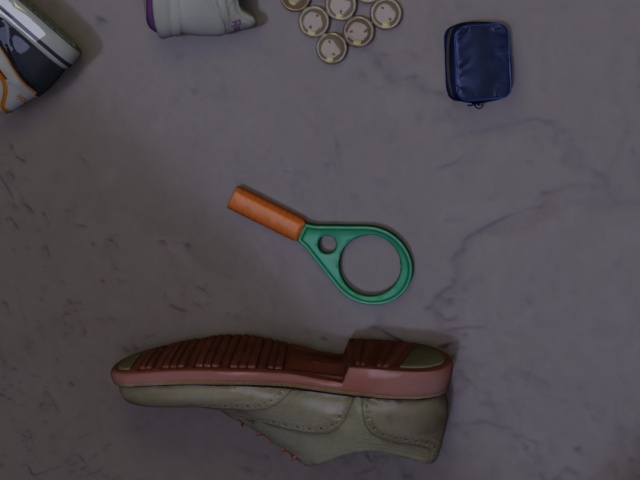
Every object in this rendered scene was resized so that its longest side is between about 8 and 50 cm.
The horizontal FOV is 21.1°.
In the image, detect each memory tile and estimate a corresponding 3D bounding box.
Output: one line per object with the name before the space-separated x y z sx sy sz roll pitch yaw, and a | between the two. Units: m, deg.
memory tile | 0.013 -0.284 1.958 0.113 0.012 0.148 -33 94 11

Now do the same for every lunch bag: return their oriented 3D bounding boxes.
lunch bag | 0.176 -0.196 1.923 0.067 0.065 0.098 -2 98 -8

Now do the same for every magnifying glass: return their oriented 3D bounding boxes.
magnifying glass | 0.000 0.000 1.997 0.231 0.026 0.092 27 101 4

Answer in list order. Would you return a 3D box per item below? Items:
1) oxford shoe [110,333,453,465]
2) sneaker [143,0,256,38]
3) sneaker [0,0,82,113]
oxford shoe | -0.048 0.195 1.979 0.396 0.140 0.147 3 106 10
sneaker | -0.121 -0.378 1.926 0.152 0.114 0.305 2 105 -3
sneaker | -0.432 -0.281 1.962 0.321 0.126 0.127 44 96 -2
